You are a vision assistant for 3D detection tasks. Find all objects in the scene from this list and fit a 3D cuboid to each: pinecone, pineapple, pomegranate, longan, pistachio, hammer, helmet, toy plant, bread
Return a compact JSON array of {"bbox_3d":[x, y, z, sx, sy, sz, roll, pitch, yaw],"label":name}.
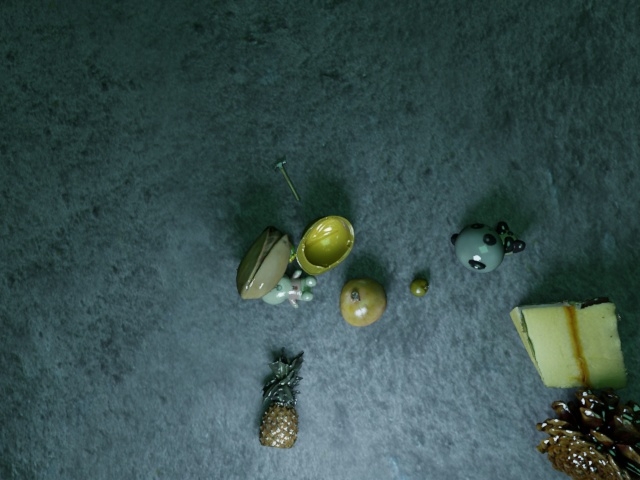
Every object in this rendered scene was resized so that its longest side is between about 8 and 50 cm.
[{"bbox_3d":[0.963,0.657,1.686,0.383,0.384,0.385,0,84,4],"label":"pinecone"},{"bbox_3d":[-0.150,0.595,1.876,0.165,0.165,0.365,3,75,5],"label":"pineapple"},{"bbox_3d":[0.160,0.234,1.861,0.191,0.191,0.192,0,84,4],"label":"pomegranate"},{"bbox_3d":[0.387,0.181,1.900,0.075,0.083,0.075,5,80,-34],"label":"longan"},{"bbox_3d":[-0.212,0.090,1.823,0.162,0.181,0.293,30,75,9],"label":"pistachio"},{"bbox_3d":[-0.133,-0.242,2.018,0.062,0.017,0.182,-27,83,2],"label":"hammer"},{"bbox_3d":[0.000,0.000,1.919,0.257,0.140,0.205,-41,118,-6],"label":"helmet"},{"bbox_3d":[-0.165,0.020,1.955,0.162,0.093,0.093,42,89,7],"label":"toy plant"},{"bbox_3d":[0.917,0.389,1.771,0.345,0.242,0.405,-17,79,6],"label":"bread"}]

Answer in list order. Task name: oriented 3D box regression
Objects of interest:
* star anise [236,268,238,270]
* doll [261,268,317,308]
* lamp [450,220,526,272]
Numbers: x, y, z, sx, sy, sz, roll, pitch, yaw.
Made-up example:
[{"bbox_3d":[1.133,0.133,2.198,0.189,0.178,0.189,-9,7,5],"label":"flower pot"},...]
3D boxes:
[{"bbox_3d":[-0.258,0.094,1.963,0.124,0.056,0.129,15,45,39],"label":"star anise"},{"bbox_3d":[-0.143,0.189,1.932,0.274,0.113,0.155,0,87,12],"label":"doll"},{"bbox_3d":[0.627,0.022,1.852,0.243,0.198,0.198,-14,83,-13],"label":"lamp"}]
